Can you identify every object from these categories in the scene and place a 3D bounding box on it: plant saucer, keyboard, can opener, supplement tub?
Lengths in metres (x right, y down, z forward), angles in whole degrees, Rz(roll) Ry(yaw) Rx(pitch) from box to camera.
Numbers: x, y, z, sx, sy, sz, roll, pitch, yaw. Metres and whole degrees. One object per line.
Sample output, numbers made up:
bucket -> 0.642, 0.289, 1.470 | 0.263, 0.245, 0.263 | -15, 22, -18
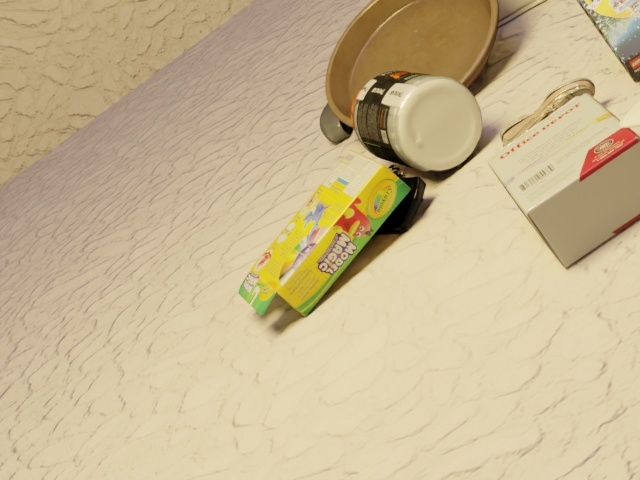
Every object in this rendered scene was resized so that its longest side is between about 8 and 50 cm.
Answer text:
plant saucer -> 0.130, -0.258, 1.995 | 0.278, 0.041, 0.278 | -23, 47, 27
keyboard -> 0.075, -0.045, 1.764 | 0.192, 0.038, 0.100 | 0, 65, 59
can opener -> 0.044, -0.243, 2.188 | 0.093, 0.074, 0.280 | -30, 20, 23
supplement tub -> 0.112, -0.150, 1.792 | 0.117, 0.117, 0.190 | -40, 20, -9

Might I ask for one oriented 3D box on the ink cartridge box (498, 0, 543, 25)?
ink cartridge box -> 0.221, -0.526, 2.050 | 0.285, 0.395, 0.166 | -27, 19, 27

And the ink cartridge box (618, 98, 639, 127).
ink cartridge box -> 0.433, -0.118, 1.152 | 0.207, 0.119, 0.353 | -46, 22, -20

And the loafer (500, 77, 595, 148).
loafer -> 0.258, -0.133, 1.624 | 0.125, 0.045, 0.039 | -34, 35, 28

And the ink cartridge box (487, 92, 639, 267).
ink cartridge box -> 0.250, -0.063, 1.416 | 0.127, 0.072, 0.175 | -35, 19, 7

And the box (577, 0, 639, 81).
box -> 0.409, -0.303, 1.620 | 0.233, 0.044, 0.159 | -33, 53, 11

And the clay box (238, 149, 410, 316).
clay box -> 0.000, 0.000, 1.699 | 0.222, 0.053, 0.127 | -51, 20, -1
